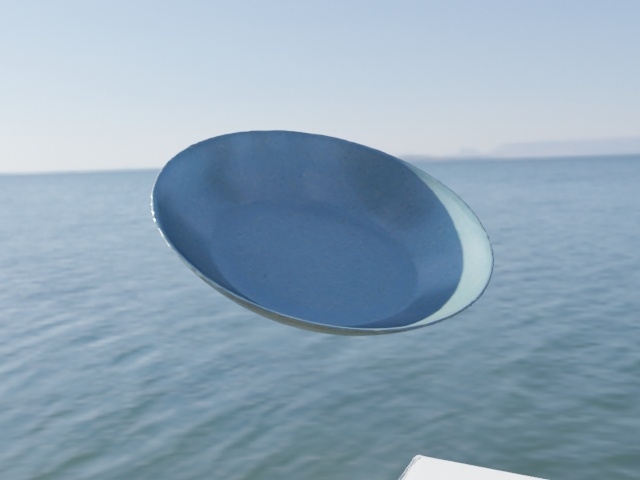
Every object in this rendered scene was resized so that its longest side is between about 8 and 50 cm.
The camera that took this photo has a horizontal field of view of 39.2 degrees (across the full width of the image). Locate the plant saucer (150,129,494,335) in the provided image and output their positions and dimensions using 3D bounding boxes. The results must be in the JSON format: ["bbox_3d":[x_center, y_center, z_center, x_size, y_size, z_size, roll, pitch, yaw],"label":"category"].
[{"bbox_3d":[0.000,0.000,0.512,0.195,0.037,0.195,9,34,-6],"label":"plant saucer"}]

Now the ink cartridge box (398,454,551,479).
[{"bbox_3d":[0.150,0.253,0.600,0.159,0.218,0.092,-4,41,50],"label":"ink cartridge box"}]
